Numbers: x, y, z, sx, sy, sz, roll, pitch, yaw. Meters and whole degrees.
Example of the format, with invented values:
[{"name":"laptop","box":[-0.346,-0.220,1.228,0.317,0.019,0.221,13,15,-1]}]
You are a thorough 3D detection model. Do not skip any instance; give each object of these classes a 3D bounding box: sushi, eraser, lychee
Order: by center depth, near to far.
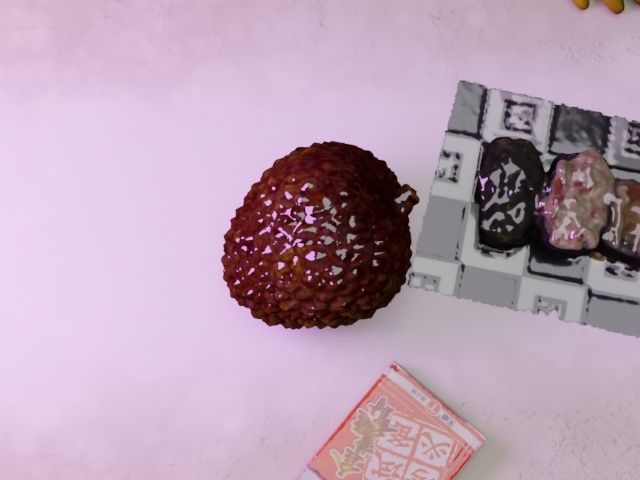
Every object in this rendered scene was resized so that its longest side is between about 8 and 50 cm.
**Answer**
[{"name":"lychee","box":[0.000,0.000,1.725,0.271,0.236,0.236,-32,79,20]},{"name":"eraser","box":[0.080,0.291,1.760,0.157,0.038,0.230,39,81,7]},{"name":"sushi","box":[0.329,-0.046,1.789,0.373,0.100,0.296,14,80,3]}]

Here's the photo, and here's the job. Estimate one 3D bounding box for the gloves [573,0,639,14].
[{"name":"gloves","box":[0.359,-0.440,1.879,0.133,0.116,0.294,-31,89,23]}]
